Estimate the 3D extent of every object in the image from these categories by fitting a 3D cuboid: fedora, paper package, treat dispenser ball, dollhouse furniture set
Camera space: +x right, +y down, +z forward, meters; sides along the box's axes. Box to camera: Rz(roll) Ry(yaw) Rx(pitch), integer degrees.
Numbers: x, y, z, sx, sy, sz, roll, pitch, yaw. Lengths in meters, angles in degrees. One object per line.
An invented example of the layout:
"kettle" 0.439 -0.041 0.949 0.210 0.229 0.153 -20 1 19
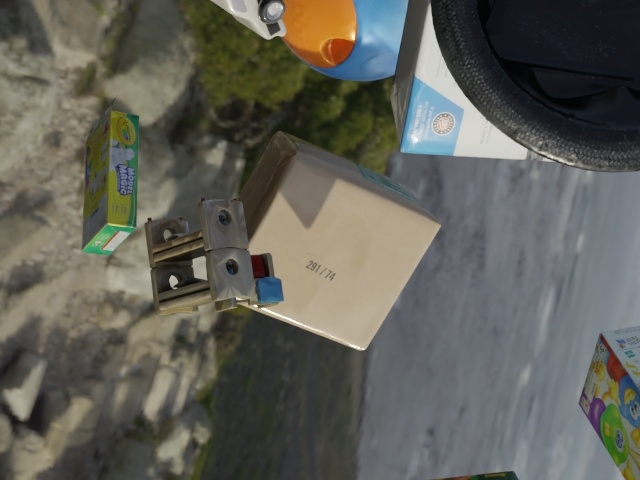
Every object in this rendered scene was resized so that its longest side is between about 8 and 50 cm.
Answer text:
"fedora" 0.249 -0.213 1.238 0.152 0.334 0.334 161 -53 -74
"paper package" 0.000 0.000 2.225 0.309 0.325 0.168 -59 -156 17
"treat dispenser ball" 0.060 -0.386 1.836 0.288 0.288 0.288 14 90 -74
"dollhouse furniture set" -0.113 0.021 1.582 0.183 0.129 0.129 -1 80 -44

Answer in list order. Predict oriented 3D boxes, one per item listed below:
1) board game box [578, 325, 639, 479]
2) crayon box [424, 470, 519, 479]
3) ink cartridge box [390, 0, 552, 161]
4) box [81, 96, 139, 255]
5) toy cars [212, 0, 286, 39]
"board game box" 0.460 0.248 1.522 0.275 0.144 0.142 -115 -157 -46
"crayon box" 0.108 0.501 1.793 0.106 0.363 0.313 59 37 -22
"ink cartridge box" 0.260 -0.225 1.540 0.129 0.307 0.223 -96 -169 -51
"box" -0.265 -0.082 1.529 0.105 0.043 0.179 -35 -127 54
"toy cars" -0.102 -0.351 1.416 0.087 0.176 0.394 -35 173 -15
